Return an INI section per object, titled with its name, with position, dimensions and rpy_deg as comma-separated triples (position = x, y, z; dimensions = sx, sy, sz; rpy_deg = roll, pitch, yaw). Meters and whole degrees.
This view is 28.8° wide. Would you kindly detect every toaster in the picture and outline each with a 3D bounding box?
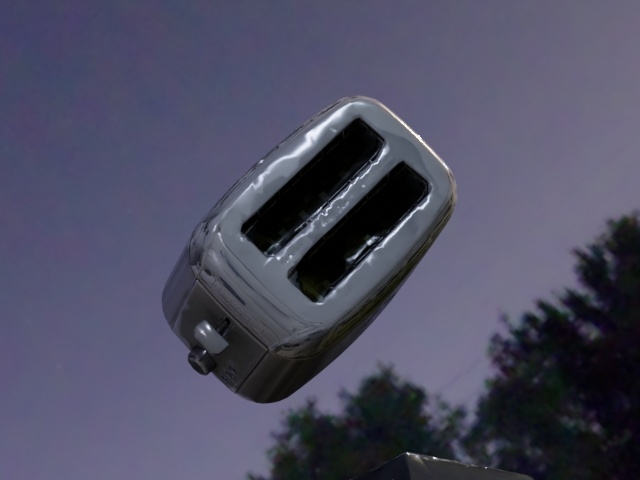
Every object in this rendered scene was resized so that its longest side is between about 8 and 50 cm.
[toaster]
position = 0.000, 0.000, 0.830
dimensions = 0.227, 0.129, 0.146
rpy_deg = -43, -4, -18

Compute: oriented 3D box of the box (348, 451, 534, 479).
[box]
position = 0.042, 0.392, 1.015
dimensions = 0.179, 0.343, 0.312
rpy_deg = 18, -38, -42
